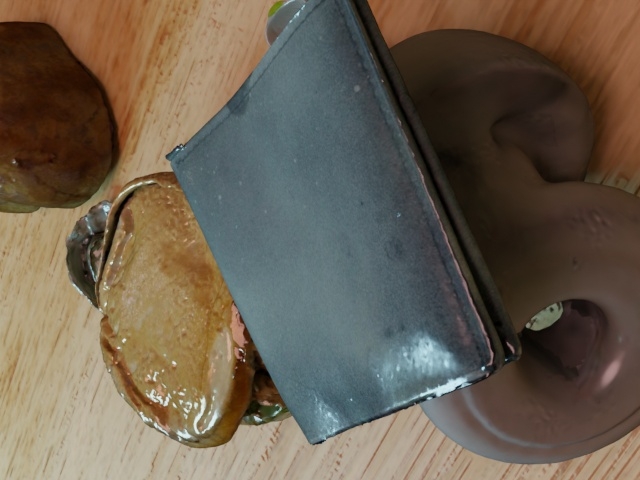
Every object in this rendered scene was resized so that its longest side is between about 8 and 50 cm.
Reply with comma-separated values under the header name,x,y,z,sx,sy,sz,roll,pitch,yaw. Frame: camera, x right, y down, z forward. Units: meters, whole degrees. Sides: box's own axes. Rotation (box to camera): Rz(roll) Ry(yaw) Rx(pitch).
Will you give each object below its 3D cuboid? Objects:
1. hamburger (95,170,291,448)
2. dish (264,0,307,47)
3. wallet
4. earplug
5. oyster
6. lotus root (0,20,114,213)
name,x,y,z,sx,sy,sz,roll,pitch,yaw
hamburger,-0.089,0.052,0.969,0.286,0.146,0.243,-20,84,45
dish,0.008,-0.141,0.908,0.091,0.039,0.137,-39,77,42
wallet,-0.001,0.001,0.732,0.251,0.054,0.290,64,152,9
earplug,0.131,0.002,0.777,0.214,0.175,0.325,-27,89,0
oyster,-0.214,0.016,1.127,0.098,0.037,0.100,45,105,-3
lotus root,-0.331,-0.104,1.087,0.199,0.180,0.188,50,122,16
